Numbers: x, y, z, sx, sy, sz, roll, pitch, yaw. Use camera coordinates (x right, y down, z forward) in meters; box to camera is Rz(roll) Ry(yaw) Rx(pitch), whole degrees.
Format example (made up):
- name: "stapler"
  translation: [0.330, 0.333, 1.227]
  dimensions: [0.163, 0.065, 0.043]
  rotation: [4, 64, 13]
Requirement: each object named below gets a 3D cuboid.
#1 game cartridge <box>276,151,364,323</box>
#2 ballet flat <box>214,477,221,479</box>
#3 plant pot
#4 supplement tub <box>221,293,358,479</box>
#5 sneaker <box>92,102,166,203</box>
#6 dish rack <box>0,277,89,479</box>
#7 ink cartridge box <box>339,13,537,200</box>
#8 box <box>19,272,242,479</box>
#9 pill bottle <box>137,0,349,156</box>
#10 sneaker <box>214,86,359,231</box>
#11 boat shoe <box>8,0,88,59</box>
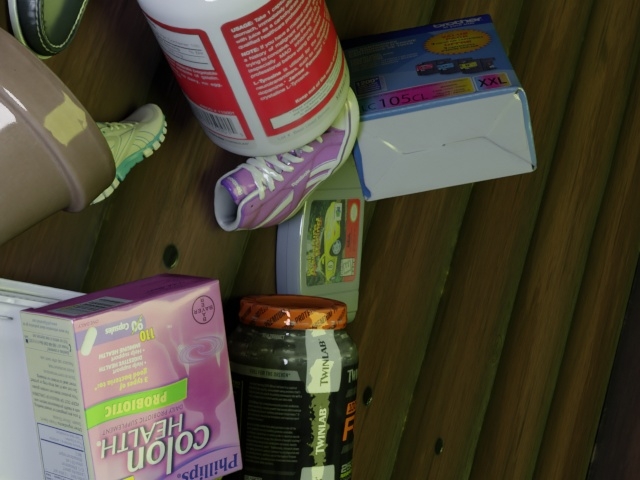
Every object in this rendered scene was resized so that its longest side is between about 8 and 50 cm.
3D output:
- name: "game cartridge"
  translation: [0.000, 0.000, 2.432]
  dimensions: [0.196, 0.060, 0.294]
  rotation: [-5, 100, -54]
- name: "ballet flat"
  translation: [-0.219, 0.253, 2.048]
  dimensions: [0.123, 0.123, 0.348]
  rotation: [-55, 136, -38]
- name: "plant pot"
  translation: [-0.393, -0.083, 1.626]
  dimensions: [0.229, 0.263, 0.263]
  rotation: [-46, 136, -18]
- name: "supplement tub"
  translation: [-0.049, 0.258, 2.250]
  dimensions: [0.207, 0.207, 0.338]
  rotation: [-7, 102, -58]
- name: "sneaker"
  translation: [-0.271, -0.131, 1.948]
  dimensions: [0.190, 0.071, 0.083]
  rotation: [-54, 133, -39]
- name: "dish rack"
  translation: [-0.340, 0.196, 1.802]
  dimensions: [0.333, 0.072, 0.285]
  rotation: [13, 83, -41]
- name: "ink cartridge box"
  translation: [0.168, -0.229, 2.361]
  dimensions: [0.395, 0.270, 0.151]
  rotation: [-97, 176, -64]
- name: "box"
  translation: [-0.223, 0.180, 1.778]
  dimensions: [0.213, 0.117, 0.243]
  rotation: [-14, 103, -40]
- name: "pill bottle"
  translation: [-0.114, -0.314, 1.965]
  dimensions: [0.229, 0.229, 0.407]
  rotation: [-65, 153, -27]
- name: "sneaker"
  translation: [-0.057, -0.111, 2.163]
  dimensions: [0.161, 0.102, 0.282]
  rotation: [-16, 147, -48]
- name: "boat shoe"
  translation: [-0.304, -0.370, 1.821]
  dimensions: [0.114, 0.091, 0.302]
  rotation: [8, 89, -59]
